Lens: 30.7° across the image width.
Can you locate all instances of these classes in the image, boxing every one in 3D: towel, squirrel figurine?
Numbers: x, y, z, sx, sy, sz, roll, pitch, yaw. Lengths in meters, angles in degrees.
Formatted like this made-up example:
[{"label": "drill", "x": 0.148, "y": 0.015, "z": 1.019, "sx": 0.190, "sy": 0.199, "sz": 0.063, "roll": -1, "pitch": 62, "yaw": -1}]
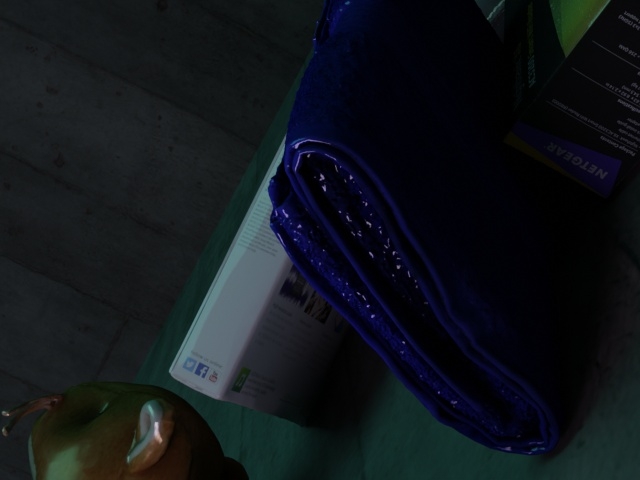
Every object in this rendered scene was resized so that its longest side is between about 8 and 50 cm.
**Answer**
[{"label": "towel", "x": 0.063, "y": -0.047, "z": 0.686, "sx": 0.076, "sy": 0.228, "sz": 0.308, "roll": -24, "pitch": 29, "yaw": 26}, {"label": "squirrel figurine", "x": -0.185, "y": 0.310, "z": 0.939, "sx": 0.370, "sy": 0.397, "sz": 0.281, "roll": -48, "pitch": -37, "yaw": -15}]

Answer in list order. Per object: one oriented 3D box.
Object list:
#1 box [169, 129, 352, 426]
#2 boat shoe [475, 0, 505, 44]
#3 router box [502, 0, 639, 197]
[{"label": "box", "x": 0.000, "y": 0.000, "z": 1.034, "sx": 0.322, "sy": 0.058, "sz": 0.232, "roll": -63, "pitch": -21, "yaw": -6}, {"label": "boat shoe", "x": 0.115, "y": -0.085, "z": 0.957, "sx": 0.099, "sy": 0.116, "sz": 0.319, "roll": 26, "pitch": 80, "yaw": 37}, {"label": "router box", "x": 0.213, "y": -0.210, "z": 0.737, "sx": 0.243, "sy": 0.081, "sz": 0.309, "roll": -56, "pitch": 13, "yaw": 35}]
